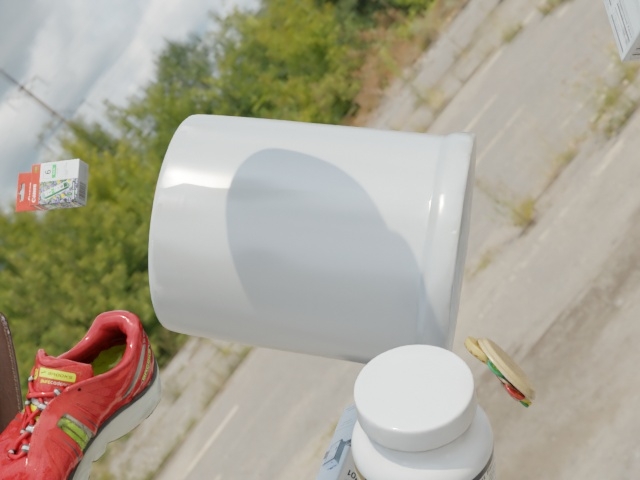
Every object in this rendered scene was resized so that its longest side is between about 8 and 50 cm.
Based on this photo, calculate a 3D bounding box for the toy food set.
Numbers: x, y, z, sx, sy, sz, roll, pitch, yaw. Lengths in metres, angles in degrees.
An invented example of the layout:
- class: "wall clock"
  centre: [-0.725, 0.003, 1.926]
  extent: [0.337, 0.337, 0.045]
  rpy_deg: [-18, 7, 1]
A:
- class: "toy food set"
  centre: [0.179, 0.127, 1.098]
  extent: [0.020, 0.083, 0.082]
  rpy_deg: [-44, 50, 9]

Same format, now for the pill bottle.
- class: "pill bottle"
  centre: [0.115, 0.251, 1.223]
  extent: [0.153, 0.153, 0.264]
  rpy_deg: [-57, -34, -45]

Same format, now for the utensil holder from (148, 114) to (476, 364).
- class: "utensil holder"
  centre: [0.000, 0.000, 1.515]
  extent: [0.327, 0.385, 0.327]
  rpy_deg: [6, -90, -80]

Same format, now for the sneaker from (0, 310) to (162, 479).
- class: "sneaker"
  centre: [-0.253, 0.162, 1.042]
  extent: [0.279, 0.107, 0.118]
  rpy_deg: [-52, -34, -47]

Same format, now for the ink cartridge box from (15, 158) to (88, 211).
- class: "ink cartridge box"
  centre: [-0.385, -0.076, 1.585]
  extent: [0.029, 0.115, 0.063]
  rpy_deg: [38, -131, -66]

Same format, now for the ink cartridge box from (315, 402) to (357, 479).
- class: "ink cartridge box"
  centre: [0.078, 0.368, 1.770]
  extent: [0.082, 0.140, 0.190]
  rpy_deg: [-36, 23, 49]

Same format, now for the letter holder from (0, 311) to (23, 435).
- class: "letter holder"
  centre: [-0.410, 0.241, 1.178]
  extent: [0.152, 0.214, 0.302]
  rpy_deg: [-148, 56, -64]

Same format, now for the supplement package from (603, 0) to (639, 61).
- class: "supplement package"
  centre: [0.562, -0.439, 1.786]
  extent: [0.145, 0.204, 0.262]
  rpy_deg: [101, 160, -67]
